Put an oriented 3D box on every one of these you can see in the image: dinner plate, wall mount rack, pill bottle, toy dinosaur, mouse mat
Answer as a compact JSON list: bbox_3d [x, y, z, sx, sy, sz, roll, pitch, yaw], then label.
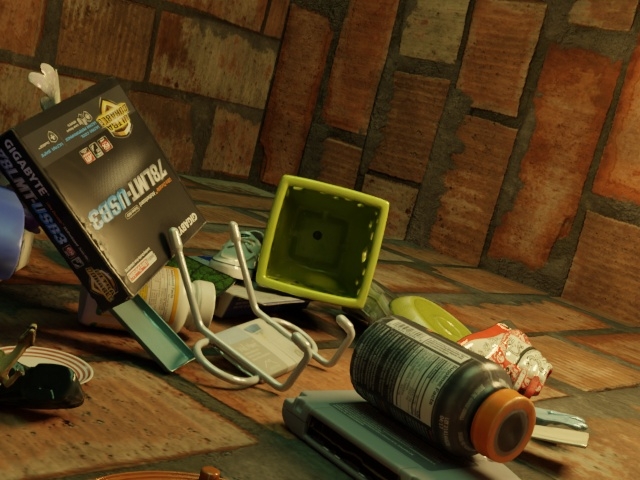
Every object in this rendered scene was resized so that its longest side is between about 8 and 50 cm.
[{"bbox_3d":[-0.373,0.171,1.162,0.141,0.017,0.141,13,8,-2],"label":"dinner plate"},{"bbox_3d":[-0.110,0.108,1.446,0.304,0.130,0.350,36,15,16],"label":"wall mount rack"},{"bbox_3d":[0.160,0.197,1.146,0.130,0.130,0.245,7,12,-40],"label":"pill bottle"},{"bbox_3d":[-0.397,0.163,1.010,0.183,0.053,0.093,-25,34,5],"label":"toy dinosaur"},{"bbox_3d":[-0.285,0.096,1.453,0.208,0.118,0.117,10,9,-21],"label":"pill bottle"},{"bbox_3d":[-0.271,0.084,1.655,0.189,0.007,0.152,20,44,37],"label":"mouse mat"}]

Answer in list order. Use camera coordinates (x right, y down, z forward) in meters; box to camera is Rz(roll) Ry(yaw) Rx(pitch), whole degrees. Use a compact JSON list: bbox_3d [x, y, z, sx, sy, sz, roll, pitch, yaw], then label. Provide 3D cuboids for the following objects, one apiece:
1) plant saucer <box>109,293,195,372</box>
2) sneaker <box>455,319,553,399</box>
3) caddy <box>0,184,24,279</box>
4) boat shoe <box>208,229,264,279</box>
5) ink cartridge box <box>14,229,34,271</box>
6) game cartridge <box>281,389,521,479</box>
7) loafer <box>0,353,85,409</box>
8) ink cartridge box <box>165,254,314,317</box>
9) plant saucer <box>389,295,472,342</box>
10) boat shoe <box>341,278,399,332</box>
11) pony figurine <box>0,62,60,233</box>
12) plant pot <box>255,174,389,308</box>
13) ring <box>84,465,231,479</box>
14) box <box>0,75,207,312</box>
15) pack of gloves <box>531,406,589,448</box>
[{"bbox_3d":[-0.273,0.124,1.333,0.192,0.018,0.067,44,30,12],"label":"plant saucer"},{"bbox_3d":[0.307,0.237,1.557,0.270,0.090,0.145,-17,56,-45],"label":"sneaker"},{"bbox_3d":[-0.514,0.023,1.150,0.179,0.241,0.341,14,7,-28],"label":"caddy"},{"bbox_3d":[-0.166,0.022,1.804,0.095,0.084,0.258,15,8,1],"label":"boat shoe"},{"bbox_3d":[-0.618,0.010,1.593,0.139,0.082,0.191,14,10,-4],"label":"ink cartridge box"},{"bbox_3d":[0.108,0.275,1.158,0.196,0.060,0.294,3,14,-39],"label":"game cartridge"},{"bbox_3d":[-0.365,0.176,1.055,0.170,0.062,0.061,9,-32,14],"label":"loafer"},{"bbox_3d":[-0.158,0.103,1.804,0.307,0.072,0.303,22,10,30],"label":"ink cartridge box"},{"bbox_3d":[0.241,0.182,1.716,0.241,0.037,0.241,34,16,-11],"label":"plant saucer"},{"bbox_3d":[0.127,0.163,1.821,0.118,0.103,0.320,30,6,-26],"label":"boat shoe"},{"bbox_3d":[-0.467,-0.080,1.519,0.363,0.303,0.351,32,-25,-6],"label":"pony figurine"},{"bbox_3d":[0.000,0.000,1.810,0.227,0.228,0.207,15,2,-3],"label":"plant pot"},{"bbox_3d":[-0.097,0.287,0.813,0.336,0.032,0.336,13,8,-2],"label":"ring"},{"bbox_3d":[-0.330,-0.081,1.365,0.073,0.293,0.295,-27,13,27],"label":"box"},{"bbox_3d":[0.305,0.301,1.395,0.232,0.046,0.195,6,5,18],"label":"pack of gloves"}]
